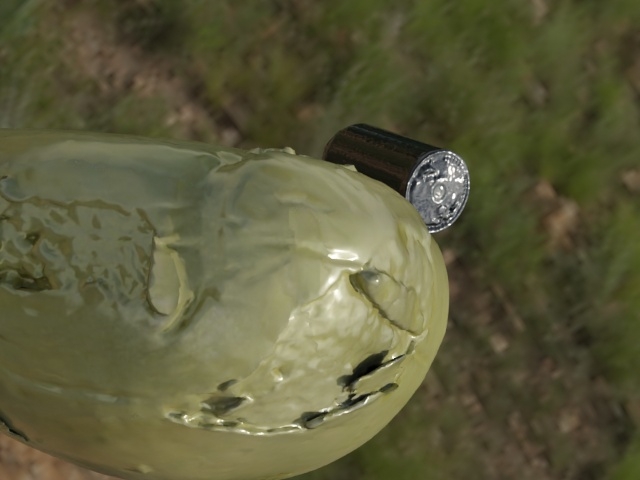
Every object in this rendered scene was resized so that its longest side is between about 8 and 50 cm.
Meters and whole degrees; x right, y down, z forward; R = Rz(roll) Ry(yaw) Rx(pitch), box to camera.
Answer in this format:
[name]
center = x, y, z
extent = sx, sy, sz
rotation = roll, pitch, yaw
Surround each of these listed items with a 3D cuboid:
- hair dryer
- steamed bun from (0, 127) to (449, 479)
[hair dryer]
center = 0.000, 0.000, 1.266
extent = 0.197, 0.100, 0.057
rotation = -42, 125, -22
[steamed bun]
center = -0.086, 0.036, 0.933
extent = 0.232, 0.273, 0.166
rotation = 14, 82, -76
